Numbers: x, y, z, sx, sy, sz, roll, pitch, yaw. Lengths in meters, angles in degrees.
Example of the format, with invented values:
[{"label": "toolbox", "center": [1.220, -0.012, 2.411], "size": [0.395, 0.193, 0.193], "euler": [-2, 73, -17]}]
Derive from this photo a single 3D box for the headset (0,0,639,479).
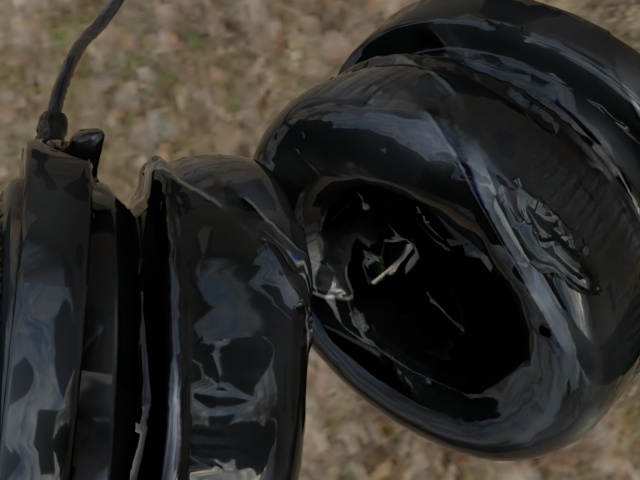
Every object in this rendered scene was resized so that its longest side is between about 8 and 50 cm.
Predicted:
[{"label": "headset", "center": [0.000, 0.000, 0.468], "size": [0.394, 0.243, 0.185], "euler": [55, 151, 24]}]
